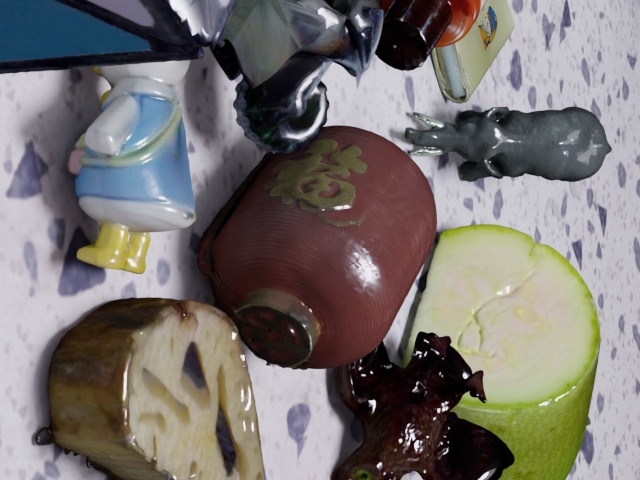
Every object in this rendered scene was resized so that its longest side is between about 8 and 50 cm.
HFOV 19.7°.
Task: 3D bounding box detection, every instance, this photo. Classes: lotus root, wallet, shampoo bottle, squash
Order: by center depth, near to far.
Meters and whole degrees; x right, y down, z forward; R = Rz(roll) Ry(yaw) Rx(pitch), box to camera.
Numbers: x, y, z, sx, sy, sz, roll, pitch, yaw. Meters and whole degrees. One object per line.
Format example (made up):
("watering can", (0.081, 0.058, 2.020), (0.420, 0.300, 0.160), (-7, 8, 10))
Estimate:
("lotus root", (-0.117, 0.128, 1.456), (0.260, 0.074, 0.170), (31, 59, -58))
("shampoo bottle", (0.126, -0.271, 1.892), (0.278, 0.104, 0.104), (-58, 137, -45))
("wallet", (0.164, -0.236, 2.027), (0.155, 0.039, 0.110), (-56, 138, -47))
("squash", (0.194, 0.169, 2.029), (0.309, 0.210, 0.234), (96, 9, -56))

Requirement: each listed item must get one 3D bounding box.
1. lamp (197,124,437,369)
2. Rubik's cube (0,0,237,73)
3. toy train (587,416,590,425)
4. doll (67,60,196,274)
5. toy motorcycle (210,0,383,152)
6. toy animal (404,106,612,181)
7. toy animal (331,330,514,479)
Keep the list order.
("lamp", (0.000, 0.000, 1.590), (0.258, 0.180, 0.180), (-61, 138, -46))
("Rubik's cube", (-0.193, -0.295, 1.105), (0.310, 0.305, 0.307), (57, 42, -43))
("toy train", (0.266, 0.144, 2.178), (0.044, 0.042, 0.209), (-104, 168, -51))
("doll", (-0.138, -0.096, 1.407), (0.135, 0.098, 0.241), (5, 82, -38))
("toy motorcycle", (-0.044, -0.211, 1.522), (0.159, 0.106, 0.270), (-31, 109, -12))
("toy animal", (0.189, -0.105, 1.979), (0.269, 0.137, 0.082), (2, 88, -21))
("toy animal", (0.082, 0.177, 1.793), (0.218, 0.116, 0.179), (45, 86, -14))
